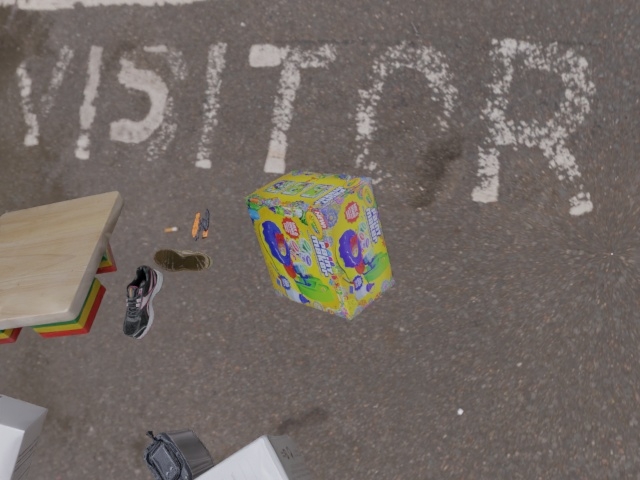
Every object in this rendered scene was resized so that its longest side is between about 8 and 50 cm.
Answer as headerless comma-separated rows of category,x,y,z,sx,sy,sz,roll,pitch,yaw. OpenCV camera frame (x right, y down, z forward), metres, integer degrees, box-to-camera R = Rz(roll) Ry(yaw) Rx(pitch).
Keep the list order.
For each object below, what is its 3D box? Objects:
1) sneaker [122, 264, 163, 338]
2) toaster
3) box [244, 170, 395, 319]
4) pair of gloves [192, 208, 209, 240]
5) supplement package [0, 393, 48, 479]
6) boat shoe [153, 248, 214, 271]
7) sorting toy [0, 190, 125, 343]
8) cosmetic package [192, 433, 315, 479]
sneaker,-0.430,0.138,1.351,0.072,0.077,0.178,-2,62,15
toaster,-0.434,0.673,1.780,0.227,0.146,0.129,44,103,26
box,0.000,0.000,1.419,0.279,0.177,0.290,11,126,46
pair of gloves,-0.296,-0.038,1.432,0.083,0.010,0.074,-12,70,52
supplement package,-1.035,0.680,1.863,0.177,0.175,0.293,19,96,-4
boat shoe,-0.296,0.046,1.258,0.135,0.045,0.050,8,88,16
sorting toy,-0.467,0.054,0.989,0.257,0.089,0.255,-9,47,16
cosmetic package,-0.183,0.688,1.317,0.394,0.329,0.327,-32,71,-5
